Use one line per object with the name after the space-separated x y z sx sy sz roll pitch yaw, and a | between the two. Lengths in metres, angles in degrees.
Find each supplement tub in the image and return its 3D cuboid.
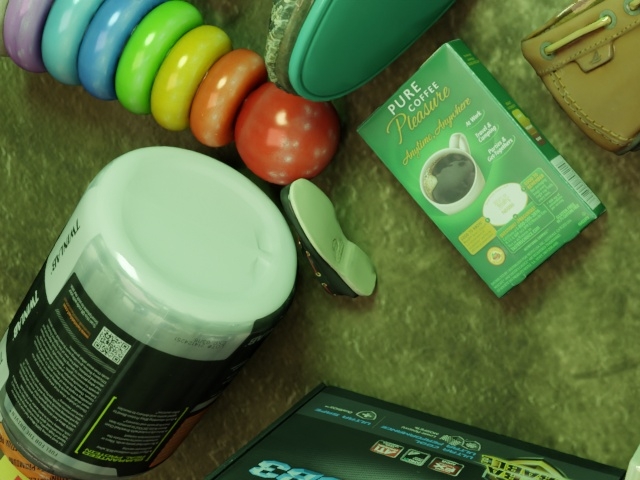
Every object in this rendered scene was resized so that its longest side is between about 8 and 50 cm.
-0.168 0.084 1.113 0.193 0.193 0.316 46 130 9 | supplement tub

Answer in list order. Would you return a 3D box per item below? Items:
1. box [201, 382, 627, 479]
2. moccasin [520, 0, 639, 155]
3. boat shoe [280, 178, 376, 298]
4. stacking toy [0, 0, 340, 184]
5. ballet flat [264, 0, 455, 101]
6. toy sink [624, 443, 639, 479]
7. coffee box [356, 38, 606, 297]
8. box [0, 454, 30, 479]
0.064 0.229 0.992 0.295 0.293 0.073 14 111 24 | box
0.290 -0.222 0.839 0.147 0.139 0.380 46 130 -2 | moccasin
-0.001 0.001 1.073 0.042 0.049 0.133 -6 136 34 | boat shoe
-0.132 -0.149 1.085 0.330 0.141 0.141 32 117 10 | stacking toy
0.109 -0.315 0.904 0.483 0.164 0.182 -44 61 25 | ballet flat
0.339 0.247 0.946 0.234 0.131 0.153 18 113 21 | toy sink
0.128 -0.059 1.017 0.184 0.040 0.113 49 120 6 | coffee box
-0.297 0.242 1.307 0.058 0.087 0.232 47 119 7 | box
